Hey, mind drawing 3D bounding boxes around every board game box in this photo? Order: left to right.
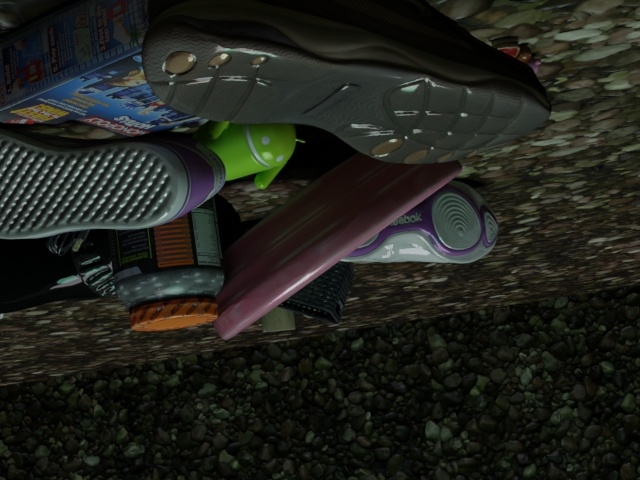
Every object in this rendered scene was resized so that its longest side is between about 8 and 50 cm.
[{"bbox_3d":[-0.163,-0.134,0.944,0.194,0.060,0.194,-11,170,22],"label":"board game box"}]

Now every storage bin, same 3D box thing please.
[{"bbox_3d":[-0.050,0.050,1.736,0.180,0.084,0.122,15,169,10],"label":"storage bin"}]

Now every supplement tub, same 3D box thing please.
[{"bbox_3d":[-0.164,-0.006,1.258,0.117,0.190,0.117,-7,169,-1],"label":"supplement tub"}]

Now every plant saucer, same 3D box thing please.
[{"bbox_3d":[0.004,-0.015,1.353,0.332,0.084,0.332,-36,179,-1],"label":"plant saucer"}]

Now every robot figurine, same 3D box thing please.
[{"bbox_3d":[-0.074,-0.098,1.177,0.115,0.067,0.101,-13,138,29],"label":"robot figurine"}]

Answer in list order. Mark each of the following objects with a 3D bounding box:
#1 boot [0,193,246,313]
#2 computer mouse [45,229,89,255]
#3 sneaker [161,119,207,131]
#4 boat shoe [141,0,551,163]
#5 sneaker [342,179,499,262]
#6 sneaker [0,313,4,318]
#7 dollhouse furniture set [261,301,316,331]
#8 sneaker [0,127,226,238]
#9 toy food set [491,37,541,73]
[{"bbox_3d":[-0.276,0.009,1.396,0.260,0.131,0.348,-9,180,34],"label":"boot"},{"bbox_3d":[-0.307,-0.051,1.247,0.042,0.106,0.193,32,-175,38],"label":"computer mouse"},{"bbox_3d":[-0.136,-0.119,1.114,0.083,0.032,0.037,-16,167,32],"label":"sneaker"},{"bbox_3d":[0.035,-0.146,0.856,0.355,0.130,0.132,9,157,-42],"label":"boat shoe"},{"bbox_3d":[0.101,-0.027,1.653,0.305,0.114,0.152,1,180,-25],"label":"sneaker"},{"bbox_3d":[-0.417,0.052,1.499,0.090,0.095,0.235,-21,-173,28],"label":"sneaker"},{"bbox_3d":[-0.065,0.104,2.086,0.144,0.123,0.151,-3,168,-24],"label":"dollhouse furniture set"},{"bbox_3d":[-0.227,-0.058,1.141,0.282,0.102,0.161,7,-168,18],"label":"sneaker"},{"bbox_3d":[0.171,-0.168,1.142,0.077,0.019,0.122,-10,161,9],"label":"toy food set"}]
